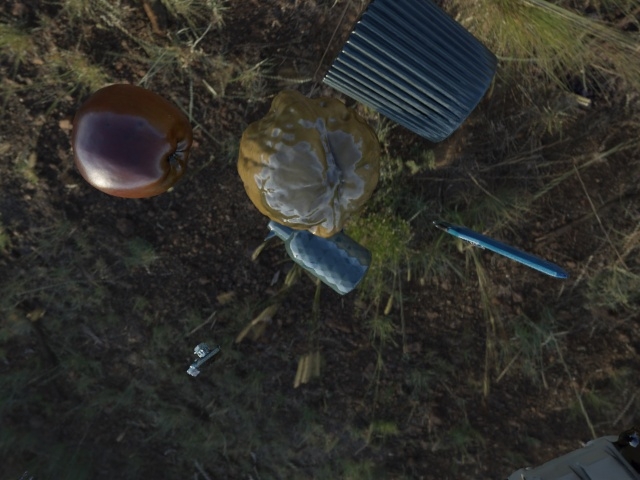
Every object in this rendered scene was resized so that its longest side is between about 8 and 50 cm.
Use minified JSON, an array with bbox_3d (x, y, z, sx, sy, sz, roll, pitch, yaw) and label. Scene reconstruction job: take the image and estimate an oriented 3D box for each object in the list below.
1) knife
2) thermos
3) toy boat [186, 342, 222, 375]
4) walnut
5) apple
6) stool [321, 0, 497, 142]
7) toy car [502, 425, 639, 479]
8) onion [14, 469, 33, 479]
[{"bbox_3d":[0.298,0.011,0.900,0.044,0.296,0.026,12,102,-29],"label":"knife"},{"bbox_3d":[0.000,0.000,1.402,0.286,0.145,0.182,37,90,-8],"label":"thermos"},{"bbox_3d":[-0.319,0.315,1.430,0.066,0.140,0.059,49,117,6],"label":"toy boat"},{"bbox_3d":[-0.022,-0.128,0.867,0.225,0.257,0.257,-19,124,-15],"label":"walnut"},{"bbox_3d":[-0.374,-0.192,1.044,0.234,0.234,0.234,5,125,8],"label":"apple"},{"bbox_3d":[0.216,-0.426,1.267,0.330,0.297,0.297,31,124,-11],"label":"stool"},{"bbox_3d":[0.299,0.327,0.476,0.198,0.314,0.166,-25,117,1],"label":"toy car"},{"bbox_3d":[-0.632,0.562,0.951,0.273,0.273,0.285,38,104,-15],"label":"onion"}]
